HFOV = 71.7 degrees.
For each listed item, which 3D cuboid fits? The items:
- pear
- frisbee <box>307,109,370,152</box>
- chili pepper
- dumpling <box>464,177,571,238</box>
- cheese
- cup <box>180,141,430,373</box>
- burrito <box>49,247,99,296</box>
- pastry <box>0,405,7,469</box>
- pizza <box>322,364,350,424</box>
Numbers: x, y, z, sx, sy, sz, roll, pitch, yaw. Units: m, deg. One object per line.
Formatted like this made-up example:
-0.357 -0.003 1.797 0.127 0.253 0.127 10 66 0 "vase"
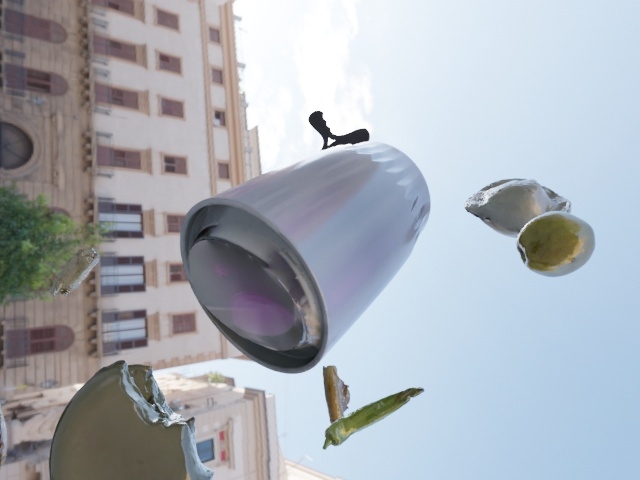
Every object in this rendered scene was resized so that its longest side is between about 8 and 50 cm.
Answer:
0.530 0.009 1.011 0.149 0.162 0.149 165 -90 -83 "pear"
0.025 -0.270 1.267 0.211 0.012 0.187 24 -94 24 "frisbee"
0.092 0.315 0.807 0.043 0.208 0.049 57 -8 39 "chili pepper"
0.581 -0.119 1.298 0.243 0.227 0.175 33 -33 10 "dumpling"
-0.243 0.255 0.555 0.091 0.175 0.203 134 -63 -72 "cheese"
0.000 0.000 0.670 0.253 0.371 0.253 20 -54 31 "cup"
-0.624 0.081 1.128 0.188 0.058 0.045 -44 -132 19 "burrito"
-0.677 0.319 0.721 0.355 0.164 0.356 2 -83 18 "pastry"
0.055 0.469 1.326 0.062 0.161 0.182 -12 -112 10 "pizza"
